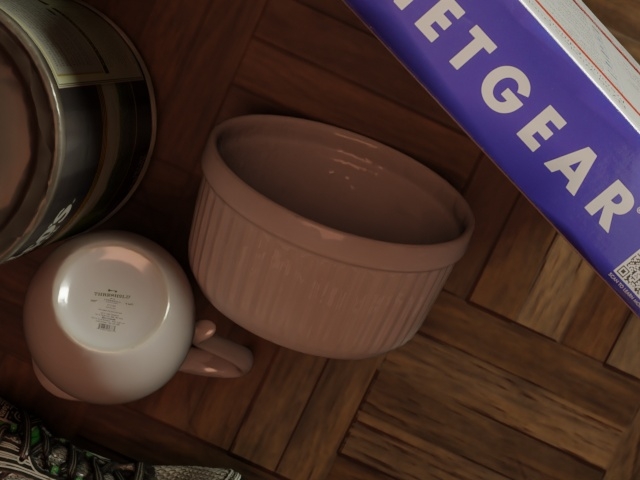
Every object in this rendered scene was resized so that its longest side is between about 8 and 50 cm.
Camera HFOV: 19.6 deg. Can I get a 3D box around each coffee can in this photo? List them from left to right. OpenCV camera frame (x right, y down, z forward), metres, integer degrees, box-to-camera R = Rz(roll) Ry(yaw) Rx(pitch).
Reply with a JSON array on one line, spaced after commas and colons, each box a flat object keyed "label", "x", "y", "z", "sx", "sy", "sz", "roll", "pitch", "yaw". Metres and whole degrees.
[{"label": "coffee can", "x": -0.243, "y": -0.082, "z": 1.316, "sx": 0.202, "sy": 0.275, "sz": 0.201, "roll": 1, "pitch": 97, "yaw": 8}]

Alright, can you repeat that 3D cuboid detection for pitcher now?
[{"label": "pitcher", "x": -0.133, "y": 0.068, "z": 1.392, "sx": 0.178, "sy": 0.207, "sz": 0.125, "roll": 4, "pitch": 74, "yaw": -6}]

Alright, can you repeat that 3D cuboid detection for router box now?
[{"label": "router box", "x": 0.130, "y": -0.134, "z": 1.254, "sx": 0.082, "sy": 0.301, "sz": 0.335, "roll": -41, "pitch": 102, "yaw": 16}]

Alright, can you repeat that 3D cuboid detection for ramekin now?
[{"label": "ramekin", "x": 0.000, "y": 0.000, "z": 1.367, "sx": 0.207, "sy": 0.207, "sz": 0.109, "roll": 20, "pitch": 112, "yaw": 0}]

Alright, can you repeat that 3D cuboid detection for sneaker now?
[{"label": "sneaker", "x": -0.223, "y": 0.201, "z": 1.463, "sx": 0.344, "sy": 0.134, "sz": 0.146, "roll": 0, "pitch": 102, "yaw": 5}]
